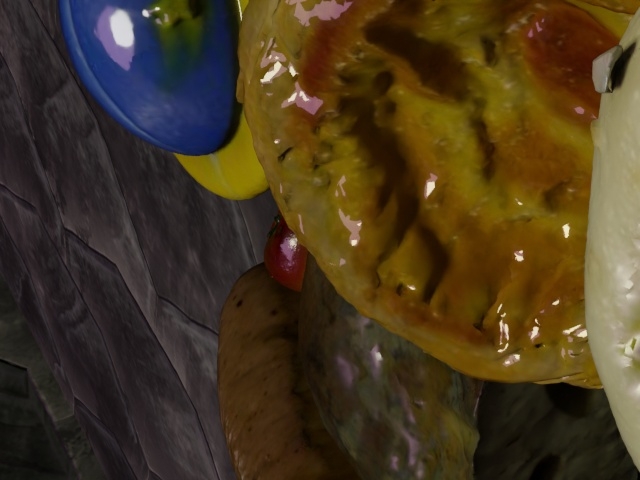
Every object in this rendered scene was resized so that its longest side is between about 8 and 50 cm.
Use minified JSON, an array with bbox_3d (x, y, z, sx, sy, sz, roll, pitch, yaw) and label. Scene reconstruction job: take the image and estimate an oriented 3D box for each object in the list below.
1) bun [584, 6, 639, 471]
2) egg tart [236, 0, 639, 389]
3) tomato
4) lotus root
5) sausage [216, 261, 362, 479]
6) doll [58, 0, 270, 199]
[{"bbox_3d":[0.211,0.000,0.569,0.259,0.160,0.259,20,126,29],"label":"bun"},{"bbox_3d":[0.112,-0.060,0.738,0.294,0.116,0.295,11,133,12],"label":"egg tart"},{"bbox_3d":[0.000,0.000,1.270,0.075,0.087,0.087,23,163,-9],"label":"tomato"},{"bbox_3d":[0.069,0.049,1.046,0.260,0.149,0.267,48,151,42],"label":"lotus root"},{"bbox_3d":[0.021,0.197,1.210,0.123,0.136,0.501,-59,35,32],"label":"sausage"},{"bbox_3d":[-0.015,-0.169,0.848,0.159,0.242,0.311,175,84,-73],"label":"doll"}]
